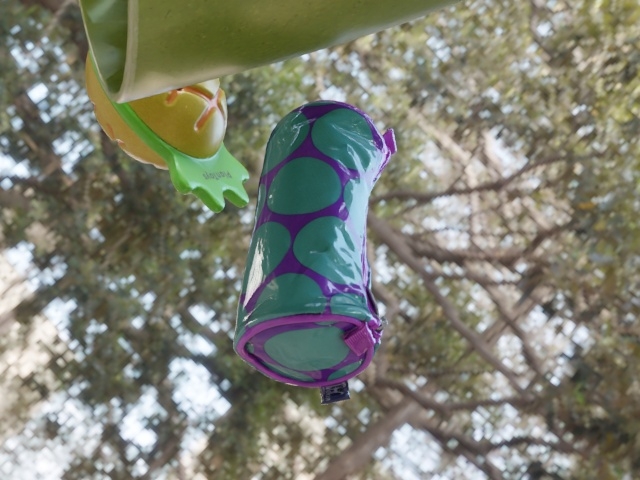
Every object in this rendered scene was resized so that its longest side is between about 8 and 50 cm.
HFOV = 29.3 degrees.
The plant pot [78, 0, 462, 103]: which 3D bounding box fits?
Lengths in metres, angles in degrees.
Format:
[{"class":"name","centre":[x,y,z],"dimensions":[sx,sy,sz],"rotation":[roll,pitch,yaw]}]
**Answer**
[{"class":"plant pot","centre":[0.034,-0.216,0.553],"dimensions":[0.275,0.294,0.274],"rotation":[171,-90,-76]}]

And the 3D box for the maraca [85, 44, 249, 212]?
[{"class":"maraca","centre":[-0.121,-0.101,0.991],"dimensions":[0.099,0.127,0.185],"rotation":[-38,-99,28]}]

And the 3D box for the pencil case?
[{"class":"pencil case","centre":[0.000,0.000,0.598],"dimensions":[0.070,0.151,0.064],"rotation":[-4,-43,9]}]
